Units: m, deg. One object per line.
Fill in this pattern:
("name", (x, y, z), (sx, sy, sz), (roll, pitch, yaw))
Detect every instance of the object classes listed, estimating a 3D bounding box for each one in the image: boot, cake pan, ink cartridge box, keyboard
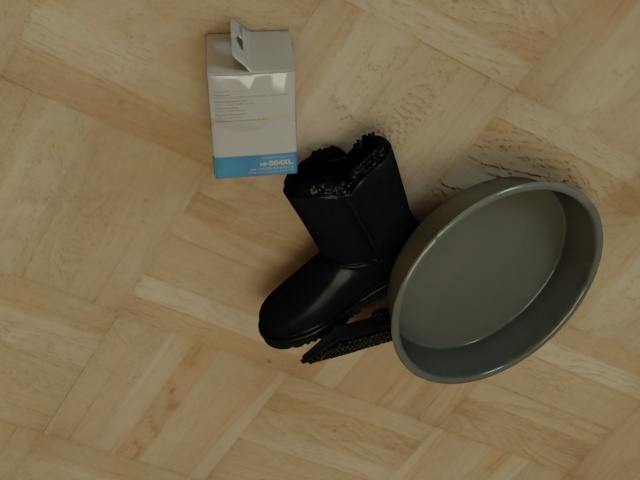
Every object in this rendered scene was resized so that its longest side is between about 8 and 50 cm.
("boot", (0.000, 0.000, 1.206), (0.246, 0.094, 0.207), (-27, 130, 6))
("cake pan", (0.203, 0.044, 1.244), (0.293, 0.054, 0.293), (-16, 130, -19))
("ink cartridge box", (-0.072, -0.150, 1.082), (0.090, 0.092, 0.143), (-3, 129, -5))
("keyboard", (0.065, 0.113, 1.283), (0.180, 0.023, 0.108), (-9, 152, -49))
